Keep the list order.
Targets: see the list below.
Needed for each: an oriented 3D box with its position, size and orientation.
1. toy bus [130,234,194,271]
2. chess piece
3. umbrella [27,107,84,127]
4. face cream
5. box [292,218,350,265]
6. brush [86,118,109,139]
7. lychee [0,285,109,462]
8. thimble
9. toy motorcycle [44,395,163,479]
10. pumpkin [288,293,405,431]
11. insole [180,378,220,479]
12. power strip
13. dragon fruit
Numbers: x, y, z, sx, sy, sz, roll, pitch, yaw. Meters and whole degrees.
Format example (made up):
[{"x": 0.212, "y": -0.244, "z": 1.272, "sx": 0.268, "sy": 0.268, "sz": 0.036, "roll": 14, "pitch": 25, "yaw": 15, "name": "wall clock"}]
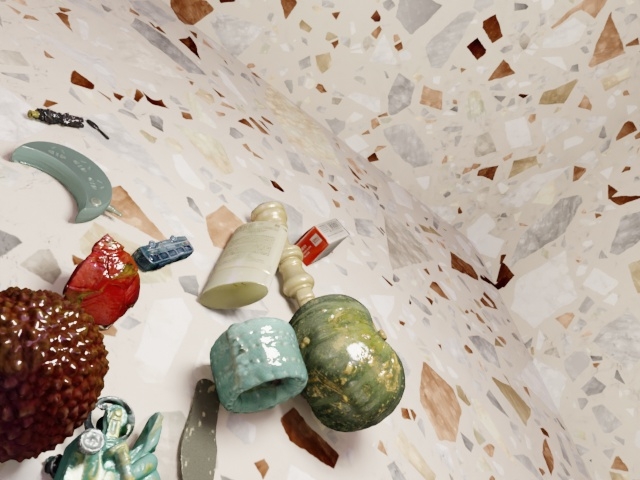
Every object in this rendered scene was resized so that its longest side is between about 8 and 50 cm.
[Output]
[{"x": -0.388, "y": 0.030, "z": 1.192, "sx": 0.065, "sy": 0.047, "sz": 0.166, "roll": 52, "pitch": 26, "yaw": 6, "name": "toy bus"}, {"x": -0.106, "y": 0.058, "z": 1.500, "sx": 0.117, "sy": 0.117, "sz": 0.397, "roll": 14, "pitch": 42, "yaw": -47, "name": "chess piece"}, {"x": -0.695, "y": -0.324, "z": 1.265, "sx": 0.040, "sy": 0.037, "sz": 0.144, "roll": 53, "pitch": 25, "yaw": 17, "name": "umbrella"}, {"x": -0.198, "y": 0.059, "z": 1.320, "sx": 0.348, "sy": 0.174, "sz": 0.081, "roll": -80, "pitch": 164, "yaw": -59, "name": "face cream"}, {"x": 0.000, "y": 0.000, "z": 1.710, "sx": 0.099, "sy": 0.133, "sz": 0.182, "roll": 50, "pitch": 28, "yaw": 8, "name": "box"}, {"x": -0.638, "y": -0.320, "z": 1.377, "sx": 0.083, "sy": 0.008, "sz": 0.024, "roll": 43, "pitch": 23, "yaw": -3, "name": "brush"}, {"x": -0.426, "y": 0.175, "z": 0.679, "sx": 0.271, "sy": 0.271, "sz": 0.271, "roll": 34, "pitch": 28, "yaw": -21, "name": "lychee"}, {"x": -0.136, "y": 0.269, "z": 1.028, "sx": 0.235, "sy": 0.198, "sz": 0.143, "roll": 68, "pitch": -1, "yaw": -56, "name": "thimble"}, {"x": -0.313, "y": 0.379, "z": 0.728, "sx": 0.198, "sy": 0.109, "sz": 0.296, "roll": 34, "pitch": 29, "yaw": -27, "name": "toy motorcycle"}, {"x": 0.054, "y": 0.300, "z": 1.188, "sx": 0.291, "sy": 0.257, "sz": 0.327, "roll": 56, "pitch": -1, "yaw": -34, "name": "pumpkin"}, {"x": -0.235, "y": 0.379, "z": 0.947, "sx": 0.081, "sy": 0.011, "sz": 0.248, "roll": 35, "pitch": 27, "yaw": -26, "name": "insole"}, {"x": -0.583, "y": -0.138, "z": 1.142, "sx": 0.253, "sy": 0.054, "sz": 0.167, "roll": 43, "pitch": 27, "yaw": -2, "name": "power strip"}, {"x": -0.421, "y": 0.087, "z": 0.948, "sx": 0.127, "sy": 0.161, "sz": 0.120, "roll": 25, "pitch": 29, "yaw": -16, "name": "dragon fruit"}]
